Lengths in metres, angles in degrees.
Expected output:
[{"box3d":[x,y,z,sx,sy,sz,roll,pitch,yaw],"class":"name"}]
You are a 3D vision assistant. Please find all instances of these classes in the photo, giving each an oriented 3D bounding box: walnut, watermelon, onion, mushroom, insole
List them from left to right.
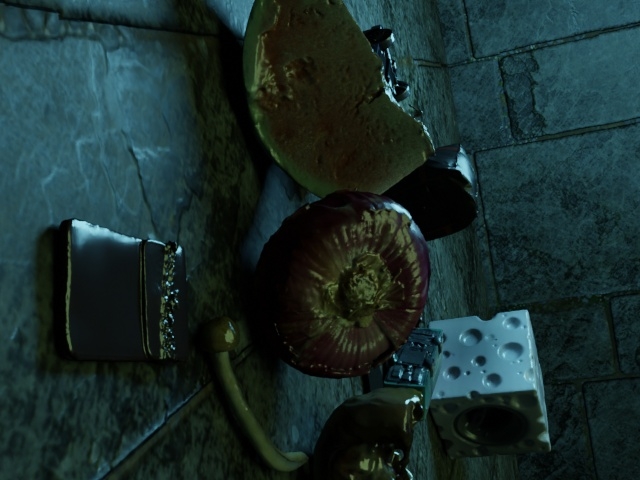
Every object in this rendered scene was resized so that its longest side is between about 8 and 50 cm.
[{"box3d":[-0.059,0.196,0.789,0.068,0.043,0.306,-57,140,-36],"class":"mushroom"},{"box3d":[0.006,-0.203,0.923,0.305,0.180,0.224,55,40,-17],"class":"watermelon"},{"box3d":[0.020,0.046,0.888,0.163,0.230,0.230,27,-45,65],"class":"onion"},{"box3d":[0.061,0.306,0.933,0.204,0.141,0.238,77,14,-75],"class":"walnut"},{"box3d":[0.089,0.250,1.231,0.110,0.012,0.309,-22,103,-71],"class":"insole"}]

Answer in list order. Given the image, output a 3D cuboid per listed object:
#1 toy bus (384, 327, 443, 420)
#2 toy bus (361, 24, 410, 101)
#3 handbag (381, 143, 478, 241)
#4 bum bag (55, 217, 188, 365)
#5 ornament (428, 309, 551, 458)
[{"box3d":[0.180,0.243,1.396,0.262,0.091,0.109,-37,128,-68],"class":"toy bus"},{"box3d":[0.063,-0.224,1.187,0.292,0.133,0.125,-80,154,-47],"class":"toy bus"},{"box3d":[0.173,-0.081,1.326,0.169,0.215,0.155,-64,133,-66],"class":"handbag"},{"box3d":[-0.152,0.045,0.592,0.159,0.026,0.109,25,59,-68],"class":"bum bag"},{"box3d":[0.393,0.339,1.730,0.239,0.239,0.239,-78,153,-47],"class":"ornament"}]
